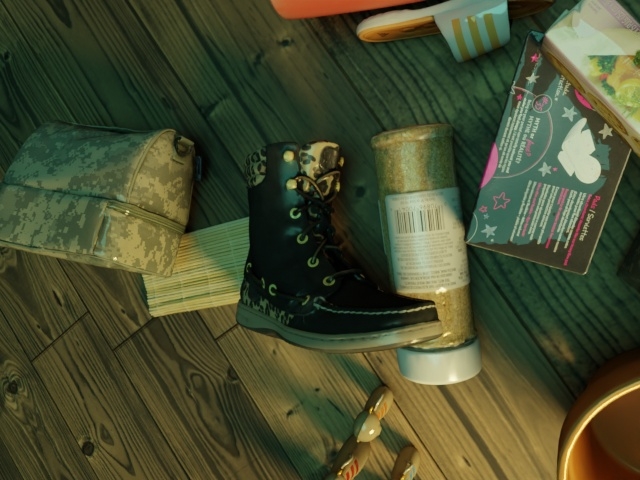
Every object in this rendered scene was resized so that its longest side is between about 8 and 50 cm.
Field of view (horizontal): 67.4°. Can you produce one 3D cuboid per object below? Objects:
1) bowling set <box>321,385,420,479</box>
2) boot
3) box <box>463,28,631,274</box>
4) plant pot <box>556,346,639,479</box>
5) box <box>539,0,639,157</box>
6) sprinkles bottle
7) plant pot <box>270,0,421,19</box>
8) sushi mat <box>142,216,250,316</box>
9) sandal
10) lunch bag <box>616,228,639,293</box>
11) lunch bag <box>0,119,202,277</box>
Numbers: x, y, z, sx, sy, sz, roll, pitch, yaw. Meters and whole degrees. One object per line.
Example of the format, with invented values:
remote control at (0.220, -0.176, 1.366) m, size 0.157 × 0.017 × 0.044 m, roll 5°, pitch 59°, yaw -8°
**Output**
bowling set at (0.096, 0.396, 0.754) m, size 0.200 × 0.154 × 0.286 m, roll 27°, pitch 108°, yaw 17°
boot at (0.000, 0.000, 0.689) m, size 0.378 × 0.138 × 0.283 m, roll -1°, pitch 89°, yaw 52°
box at (0.286, -0.103, 0.596) m, size 0.142 × 0.163 × 0.247 m, roll 18°, pitch 104°, yaw 17°
plant pot at (0.435, 0.251, 0.565) m, size 0.291 × 0.203 × 0.290 m, roll 4°, pitch 99°, yaw 23°
box at (0.340, -0.095, 0.450) m, size 0.063 × 0.067 × 0.324 m, roll -41°, pitch 81°, yaw 21°
sprinkles bottle at (0.153, 0.018, 0.692) m, size 0.121 × 0.121 × 0.355 m, roll -6°, pitch 95°, yaw 23°
plant pot at (0.072, -0.420, 0.599) m, size 0.244 × 0.275 × 0.274 m, roll 9°, pitch 101°, yaw 12°
sushi mat at (-0.213, 0.053, 0.906) m, size 0.317 × 0.019 × 0.151 m, roll -13°, pitch 92°, yaw 24°
sandal at (0.177, -0.279, 0.657) m, size 0.266 × 0.102 × 0.076 m, roll 2°, pitch 100°, yaw 31°
lunch bag at (0.529, 0.008, 0.513) m, size 0.287 × 0.169 × 0.235 m, roll 22°, pitch 106°, yaw 13°
lunch bag at (-0.385, -0.085, 0.854) m, size 0.305 × 0.212 × 0.255 m, roll 9°, pitch 83°, yaw 19°
